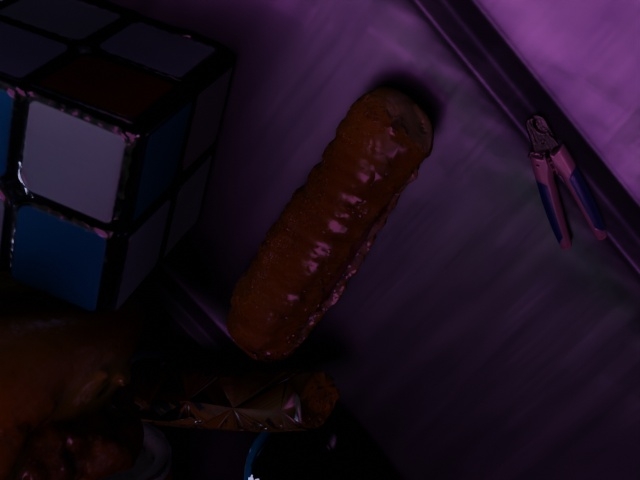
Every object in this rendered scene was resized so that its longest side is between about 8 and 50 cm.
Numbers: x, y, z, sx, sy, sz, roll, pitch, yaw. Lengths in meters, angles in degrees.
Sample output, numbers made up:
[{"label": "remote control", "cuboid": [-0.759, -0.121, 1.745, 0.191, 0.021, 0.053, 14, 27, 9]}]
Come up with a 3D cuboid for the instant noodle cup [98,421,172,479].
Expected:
[{"label": "instant noodle cup", "cuboid": [-0.227, 0.300, 0.988, 0.193, 0.193, 0.212, 14, 114, 12]}]

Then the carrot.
[{"label": "carrot", "cuboid": [-0.091, 0.142, 0.888, 0.229, 0.069, 0.068, -2, 118, 33]}]

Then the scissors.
[{"label": "scissors", "cuboid": [0.182, -0.044, 0.734, 0.039, 0.012, 0.113, -19, 111, 27]}]

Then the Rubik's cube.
[{"label": "Rubik's cube", "cuboid": [-0.190, -0.076, 0.748, 0.183, 0.180, 0.167, 22, 122, 9]}]

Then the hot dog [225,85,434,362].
[{"label": "hot dog", "cuboid": [-0.001, -0.001, 0.793, 0.083, 0.068, 0.289, 36, 126, 5]}]

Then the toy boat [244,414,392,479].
[{"label": "toy boat", "cuboid": [0.026, 0.294, 0.929, 0.298, 0.134, 0.092, 53, 150, -12]}]

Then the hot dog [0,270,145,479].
[{"label": "hot dog", "cuboid": [-0.268, 0.116, 0.825, 0.223, 0.405, 0.185, 1, 100, -25]}]
